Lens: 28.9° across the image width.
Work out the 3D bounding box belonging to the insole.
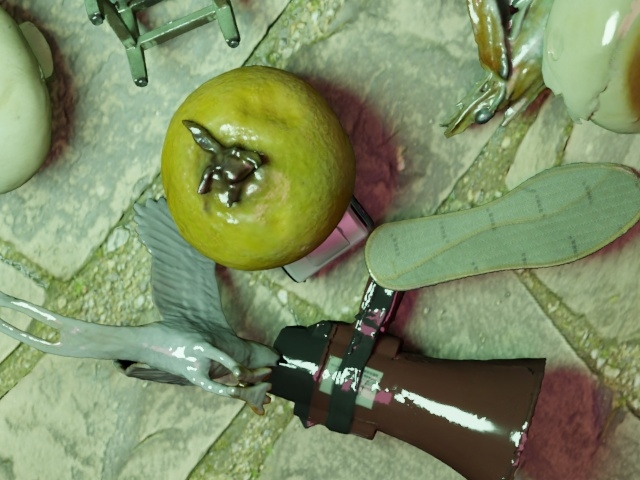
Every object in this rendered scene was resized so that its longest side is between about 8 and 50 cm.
[{"bbox_3d":[0.222,-0.015,1.473,0.348,0.009,0.119,-14,75,-2],"label":"insole"}]

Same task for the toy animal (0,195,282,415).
[{"bbox_3d":[-0.193,0.100,1.399,0.302,0.284,0.225,24,106,29],"label":"toy animal"}]

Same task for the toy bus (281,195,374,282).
[{"bbox_3d":[0.000,0.000,1.499,0.123,0.075,0.060,-35,101,11],"label":"toy bus"}]

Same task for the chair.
[{"bbox_3d":[-0.200,-0.331,1.403,0.136,0.147,0.271,-23,60,7],"label":"chair"}]

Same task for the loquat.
[{"bbox_3d":[-0.074,-0.080,1.397,0.243,0.244,0.244,1,106,3],"label":"loquat"}]

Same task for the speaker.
[{"bbox_3d":[0.112,0.148,1.487,0.329,0.198,0.259,23,119,5],"label":"speaker"}]

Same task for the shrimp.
[{"bbox_3d":[0.223,-0.258,1.422,0.168,0.077,0.317,38,99,2],"label":"shrimp"}]

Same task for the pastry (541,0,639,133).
[{"bbox_3d":[0.356,-0.231,1.342,0.264,0.133,0.265,-23,131,-29],"label":"pastry"}]

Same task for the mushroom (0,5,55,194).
[{"bbox_3d":[-0.394,-0.179,1.413,0.246,0.202,0.246,28,138,28],"label":"mushroom"}]
